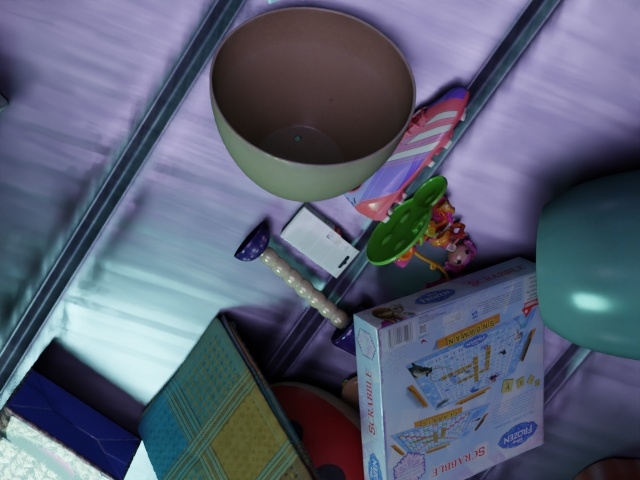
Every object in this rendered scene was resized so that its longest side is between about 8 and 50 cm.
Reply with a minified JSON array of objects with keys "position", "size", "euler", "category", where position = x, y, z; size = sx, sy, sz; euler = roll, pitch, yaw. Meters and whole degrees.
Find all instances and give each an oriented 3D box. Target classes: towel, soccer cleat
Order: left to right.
[{"position":[-0.152,0.335,1.641],"size":[0.040,0.370,0.271],"euler":[21,115,-44],"category":"towel"},{"position":[0.128,-0.138,1.572],"size":[0.095,0.083,0.248],"euler":[35,111,-3],"category":"soccer cleat"}]

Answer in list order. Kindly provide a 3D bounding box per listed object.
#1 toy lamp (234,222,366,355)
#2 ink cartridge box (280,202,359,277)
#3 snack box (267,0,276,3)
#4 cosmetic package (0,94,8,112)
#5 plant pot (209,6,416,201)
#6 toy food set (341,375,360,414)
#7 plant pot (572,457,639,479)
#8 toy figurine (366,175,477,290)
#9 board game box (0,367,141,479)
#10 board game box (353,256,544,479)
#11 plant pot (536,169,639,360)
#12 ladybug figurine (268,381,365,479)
[{"position":[-0.012,0.087,1.660],"size":[0.274,0.080,0.080],"euler":[40,108,-10],"category":"toy lamp"},{"position":[0.000,0.000,1.654],"size":[0.115,0.029,0.063],"euler":[38,107,-10],"category":"ink cartridge box"},{"position":[0.075,-0.416,1.418],"size":[0.321,0.187,0.060],"euler":[-20,107,11],"category":"snack box"},{"position":[-0.617,-0.155,1.545],"size":[0.224,0.225,0.138],"euler":[-41,99,16],"category":"cosmetic package"},{"position":[-0.020,-0.163,1.496],"size":[0.284,0.284,0.191],"euler":[13,146,0],"category":"plant pot"},{"position":[0.076,0.258,1.743],"size":[0.083,0.020,0.083],"euler":[-13,108,9],"category":"toy food set"},{"position":[0.502,0.498,1.665],"size":[0.272,0.265,0.273],"euler":[2,110,5],"category":"plant pot"},{"position":[0.184,0.014,1.620],"size":[0.159,0.130,0.173],"euler":[42,83,-24],"category":"toy figurine"},{"position":[-0.489,0.410,1.778],"size":[0.232,0.141,0.291],"euler":[35,108,-8],"category":"board game box"},{"position":[0.205,0.218,1.599],"size":[0.318,0.066,0.318],"euler":[-16,114,-28],"category":"board game box"},{"position":[0.440,0.037,1.507],"size":[0.235,0.293,0.293],"euler":[-1,110,21],"category":"plant pot"},{"position":[-0.014,0.437,1.687],"size":[0.305,0.162,0.449],"euler":[-32,84,16],"category":"ladybug figurine"}]
